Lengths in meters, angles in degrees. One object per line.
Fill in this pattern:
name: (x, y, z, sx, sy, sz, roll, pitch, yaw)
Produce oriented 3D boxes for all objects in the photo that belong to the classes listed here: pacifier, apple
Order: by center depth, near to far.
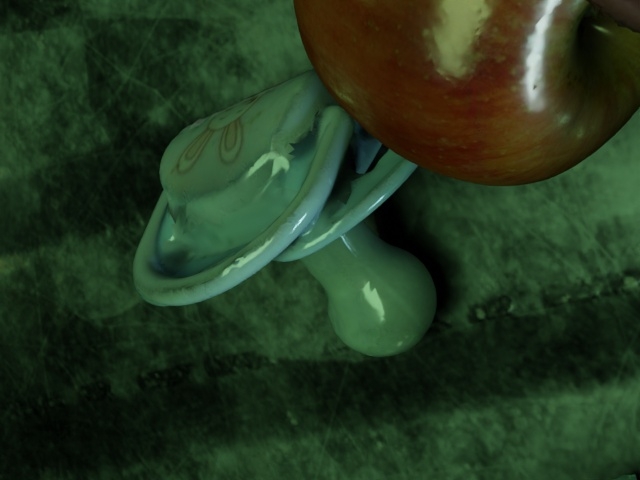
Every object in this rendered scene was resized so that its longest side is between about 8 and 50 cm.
apple: (0.098, -0.168, 1.160, 0.241, 0.242, 0.242, 33, 123, 37)
pacifier: (0.000, 0.000, 1.338, 0.287, 0.238, 0.226, -25, 118, 38)

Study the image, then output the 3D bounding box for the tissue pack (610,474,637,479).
tissue pack: (0.121, 0.298, 1.326, 0.263, 0.198, 0.146, -39, 77, 39)

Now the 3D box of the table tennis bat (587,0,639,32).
table tennis bat: (0.230, -0.310, 1.031, 0.051, 0.268, 0.415, 178, 100, -79)
